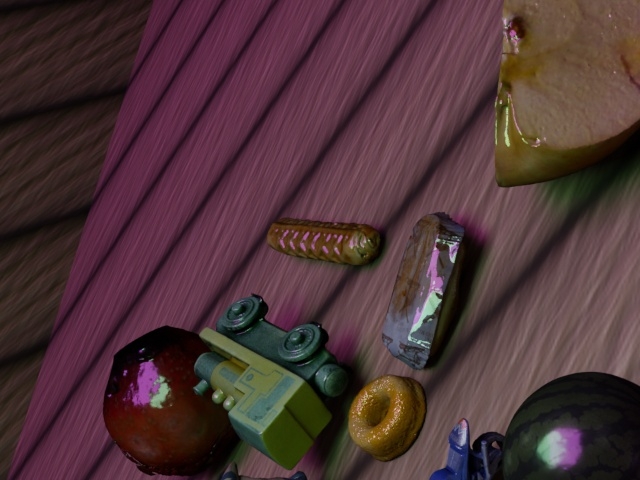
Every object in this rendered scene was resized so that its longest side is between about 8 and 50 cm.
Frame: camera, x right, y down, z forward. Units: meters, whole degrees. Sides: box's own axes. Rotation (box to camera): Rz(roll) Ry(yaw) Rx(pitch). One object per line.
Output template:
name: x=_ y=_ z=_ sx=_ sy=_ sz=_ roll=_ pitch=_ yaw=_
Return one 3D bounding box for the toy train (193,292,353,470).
toy train: x=-0.112 y=0.245 z=1.769 sx=0.237 sy=0.150 sz=0.369 roll=-47 pitch=35 yaw=-19

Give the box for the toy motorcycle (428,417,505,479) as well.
toy motorcycle: x=0.192 y=0.355 z=1.352 sx=0.205 sy=0.114 sz=0.076 roll=-64 pitch=29 yaw=2

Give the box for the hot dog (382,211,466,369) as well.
hot dog: x=0.180 y=0.082 z=1.611 sx=0.163 sy=0.082 sz=0.270 roll=17 pitch=90 yaw=68

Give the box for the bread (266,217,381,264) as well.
bread: x=0.000 y=-0.001 z=1.949 sx=0.368 sy=0.084 sz=0.077 roll=8 pitch=115 yaw=57

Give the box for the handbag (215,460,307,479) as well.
handbag: x=-0.112 y=0.504 z=1.594 sx=0.193 sy=0.190 sz=0.251 roll=-90 pitch=12 yaw=-74

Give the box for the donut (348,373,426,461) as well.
donut: x=0.106 y=0.290 z=1.592 sx=0.152 sy=0.058 sz=0.151 roll=-35 pitch=41 yaw=37

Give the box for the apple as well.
apple: x=0.351 y=-0.234 z=1.417 sx=0.314 sy=0.252 sz=0.308 roll=-21 pitch=63 yaw=52

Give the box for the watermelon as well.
watermelon: x=0.319 y=0.262 z=1.133 sx=0.212 sy=0.212 sz=0.212 roll=-37 pitch=40 yaw=39

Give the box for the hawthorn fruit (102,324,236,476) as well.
hawthorn fruit: x=-0.308 y=0.322 z=1.965 sx=0.316 sy=0.316 sz=0.315 roll=-37 pitch=40 yaw=39
